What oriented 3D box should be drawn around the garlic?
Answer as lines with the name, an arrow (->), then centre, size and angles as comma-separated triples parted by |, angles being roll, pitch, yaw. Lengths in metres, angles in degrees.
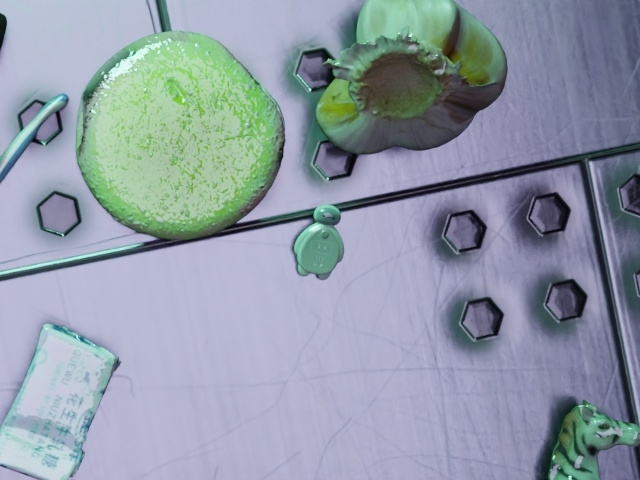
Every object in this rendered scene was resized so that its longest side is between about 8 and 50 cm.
garlic -> 0.063, -0.209, 1.815 | 0.207, 0.207, 0.257 | -38, 89, -7

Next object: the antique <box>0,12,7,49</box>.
antique -> -0.482, -0.139, 1.725 | 0.322, 0.185, 0.255 | 11, 87, -13

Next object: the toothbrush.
toothbrush -> -0.351, -0.048, 1.829 | 0.027, 0.021, 0.269 | 37, 84, -14

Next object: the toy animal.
toy animal -> 0.283, 0.318, 1.913 | 0.170, 0.090, 0.255 | 37, 82, -4

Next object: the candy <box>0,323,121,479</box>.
candy -> -0.276, 0.175, 1.818 | 0.092, 0.073, 0.160 | 23, 87, -5

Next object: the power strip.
power strip -> 0.000, 0.000, 1.890 | 0.055, 0.035, 0.083 | 11, 102, -10

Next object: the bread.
bread -> -0.150, -0.113, 1.857 | 0.228, 0.033, 0.229 | 0, 89, -8
